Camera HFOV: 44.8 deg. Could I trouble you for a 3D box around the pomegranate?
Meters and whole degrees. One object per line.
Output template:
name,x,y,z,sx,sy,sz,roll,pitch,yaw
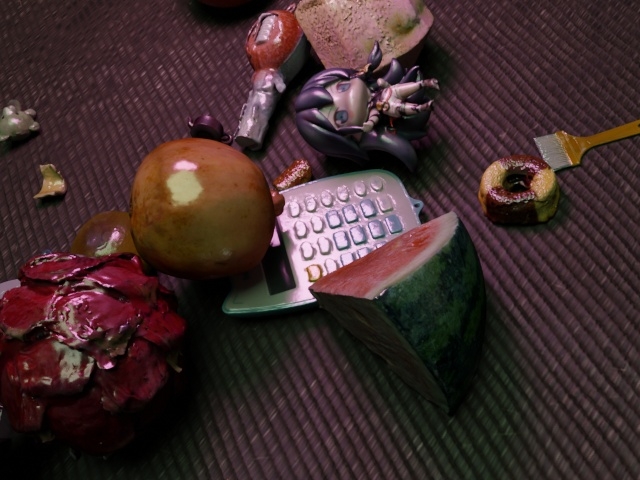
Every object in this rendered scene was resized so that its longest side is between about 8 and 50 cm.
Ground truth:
pomegranate,-0.181,-0.052,1.293,0.270,0.229,0.252,-1,14,-23

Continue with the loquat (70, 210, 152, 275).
loquat,-0.381,0.036,1.416,0.152,0.152,0.195,2,49,18

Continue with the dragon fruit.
dragon fruit,-0.358,0.167,1.220,0.329,0.329,0.329,-8,55,12

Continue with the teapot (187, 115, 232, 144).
teapot,-0.227,-0.227,1.595,0.100,0.068,0.045,21,57,-11

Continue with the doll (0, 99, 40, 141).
doll,-0.712,-0.281,1.781,0.115,0.077,0.150,-30,41,-17

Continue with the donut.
donut,0.341,-0.088,1.331,0.140,0.059,0.140,-8,52,10

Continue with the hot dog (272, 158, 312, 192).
hot dog,-0.052,-0.119,1.484,0.083,0.035,0.058,-43,56,-14

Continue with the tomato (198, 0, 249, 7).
tomato,-0.234,-0.667,1.780,0.265,0.265,0.265,-8,55,12

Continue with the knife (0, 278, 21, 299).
knife,-0.684,0.133,1.517,0.244,0.032,0.058,-34,45,-13

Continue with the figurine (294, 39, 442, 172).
figurine,0.087,-0.232,1.420,0.265,0.197,0.175,15,56,15

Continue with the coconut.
coconut,0.095,-0.418,1.527,0.233,0.245,0.233,-35,13,9

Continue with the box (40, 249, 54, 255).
box,-0.510,0.065,1.489,0.099,0.054,0.074,30,71,31

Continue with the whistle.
whistle,-0.104,-0.350,1.607,0.142,0.134,0.346,6,67,26

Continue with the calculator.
calculator,0.000,0.000,1.378,0.386,0.054,0.256,-20,53,2

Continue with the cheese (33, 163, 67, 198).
cheese,-0.571,-0.124,1.646,0.060,0.041,0.084,-13,69,17

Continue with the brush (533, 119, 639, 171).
brush,0.490,-0.179,1.375,0.205,0.011,0.083,-16,53,5

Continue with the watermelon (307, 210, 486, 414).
watermelon,0.121,0.065,1.158,0.292,0.250,0.283,16,53,7

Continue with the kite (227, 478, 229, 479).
kite,-0.081,0.442,1.129,0.232,0.009,0.189,28,69,31

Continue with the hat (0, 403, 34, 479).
hat,-0.559,0.388,1.175,0.238,0.336,0.209,-5,93,-6
